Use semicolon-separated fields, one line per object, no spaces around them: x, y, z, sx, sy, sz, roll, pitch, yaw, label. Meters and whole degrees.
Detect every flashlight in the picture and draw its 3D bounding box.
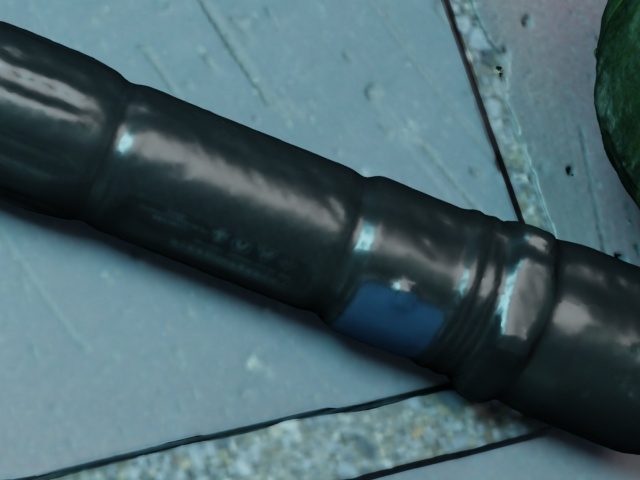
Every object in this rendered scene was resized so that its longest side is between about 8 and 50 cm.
0.000;0.000;0.950;0.424;0.103;0.103;21;63;-12;flashlight

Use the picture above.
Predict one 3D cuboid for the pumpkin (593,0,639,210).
0.289;-0.076;1.008;0.300;0.207;0.300;23;40;-21;pumpkin
